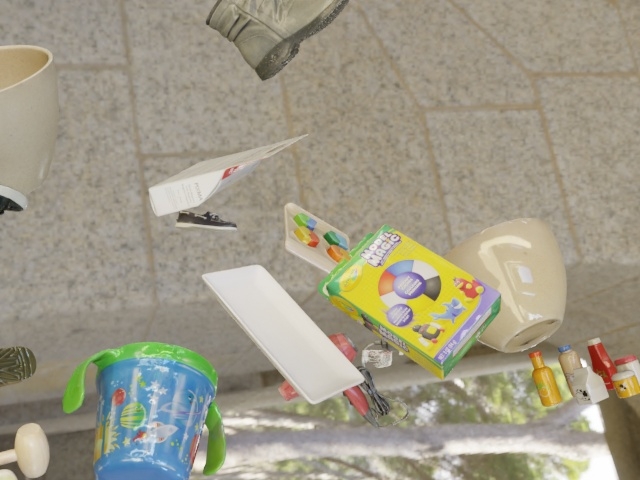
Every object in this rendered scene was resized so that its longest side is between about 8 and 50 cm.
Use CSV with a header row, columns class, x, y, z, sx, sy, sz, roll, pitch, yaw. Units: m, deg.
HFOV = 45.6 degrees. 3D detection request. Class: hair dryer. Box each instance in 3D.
class,x,y,z,sx,sy,sz,roll,pitch,yaw
hair dryer,0.056,0.309,1.643,0.080,0.294,0.223,-142,-126,-81

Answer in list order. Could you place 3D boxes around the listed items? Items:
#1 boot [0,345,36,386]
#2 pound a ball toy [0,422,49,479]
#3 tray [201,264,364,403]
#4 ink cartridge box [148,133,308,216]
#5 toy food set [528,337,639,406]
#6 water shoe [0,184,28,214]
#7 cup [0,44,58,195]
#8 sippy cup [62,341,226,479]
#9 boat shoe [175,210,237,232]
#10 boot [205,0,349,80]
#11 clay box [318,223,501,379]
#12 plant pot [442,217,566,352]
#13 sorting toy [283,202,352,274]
class,x,y,z,sx,sy,sz,roll,pitch,yaw
boot,-0.680,0.270,1.379,0.270,0.236,0.089,-25,-111,34
pound a ball toy,-0.488,0.397,0.983,0.208,0.319,0.135,37,-38,56
tray,-0.063,0.144,1.182,0.270,0.145,0.030,46,-61,23
ink cartridge box,-0.149,-0.113,1.299,0.189,0.233,0.066,-45,124,-62
toy food set,0.488,0.232,1.384,0.232,0.111,0.104,-37,-110,65
water shoe,-0.537,-0.054,1.145,0.073,0.203,0.080,3,-98,31
cup,-0.650,-0.209,1.471,0.331,0.331,0.236,-124,-158,-55
sippy cup,-0.315,0.343,1.407,0.240,0.306,0.224,109,-13,-45
boat shoe,-0.211,-0.036,1.414,0.046,0.125,0.038,30,66,-64
boot,-0.065,-0.397,1.254,0.161,0.246,0.083,48,14,-5
clay box,0.109,0.069,1.007,0.222,0.127,0.053,33,-23,28
plant pot,0.387,0.115,1.556,0.284,0.284,0.190,110,-37,-51
sorting toy,0.000,0.000,1.786,0.038,0.193,0.208,-52,-161,23
